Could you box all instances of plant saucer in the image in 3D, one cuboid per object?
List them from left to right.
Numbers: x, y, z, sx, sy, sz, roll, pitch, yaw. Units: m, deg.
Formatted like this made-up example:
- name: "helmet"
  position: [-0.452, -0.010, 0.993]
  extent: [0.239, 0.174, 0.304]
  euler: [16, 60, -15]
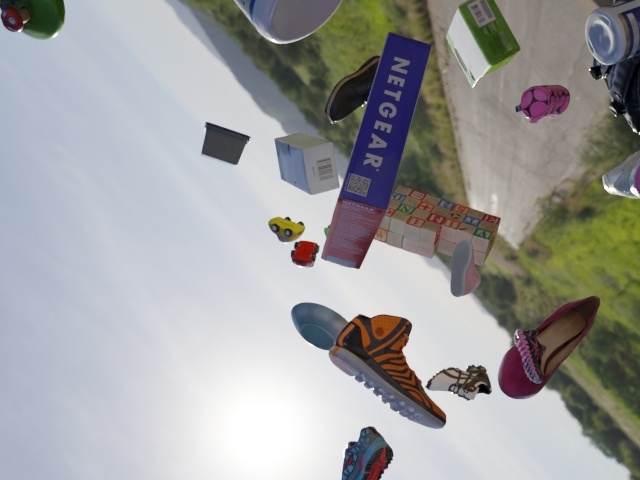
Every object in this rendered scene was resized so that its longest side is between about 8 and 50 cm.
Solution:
- name: "plant saucer"
  position: [0.000, 0.242, 1.790]
  extent: [0.195, 0.195, 0.037]
  euler: [44, -129, -14]

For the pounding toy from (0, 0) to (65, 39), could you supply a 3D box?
- name: "pounding toy"
  position: [-0.637, -0.519, 1.392]
  extent: [0.183, 0.236, 0.110]
  euler: [21, -139, 22]

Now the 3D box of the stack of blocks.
- name: "stack of blocks"
  position: [0.309, -0.033, 1.804]
  extent: [0.297, 0.087, 0.171]
  euler: [19, -142, 19]

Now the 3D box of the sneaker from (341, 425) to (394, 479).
- name: "sneaker"
  position: [0.114, 0.621, 1.880]
  extent: [0.104, 0.261, 0.125]
  euler: [9, -148, -32]

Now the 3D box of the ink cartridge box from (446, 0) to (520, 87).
- name: "ink cartridge box"
  position: [0.457, -0.569, 1.943]
  extent: [0.188, 0.097, 0.255]
  euler: [62, -179, 2]

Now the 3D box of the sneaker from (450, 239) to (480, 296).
- name: "sneaker"
  position: [0.343, 0.065, 1.583]
  extent: [0.070, 0.134, 0.051]
  euler: [1, -172, -42]

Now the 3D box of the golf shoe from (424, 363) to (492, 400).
- name: "golf shoe"
  position: [0.397, 0.409, 1.912]
  extent: [0.093, 0.198, 0.077]
  euler: [-113, 23, -43]

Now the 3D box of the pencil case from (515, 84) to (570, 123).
- name: "pencil case"
  position: [0.620, -0.379, 1.865]
  extent: [0.209, 0.095, 0.098]
  euler: [-19, -75, -50]

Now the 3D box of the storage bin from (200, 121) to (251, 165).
- name: "storage bin"
  position: [-0.277, -0.268, 1.919]
  extent: [0.135, 0.091, 0.098]
  euler: [19, 176, -13]

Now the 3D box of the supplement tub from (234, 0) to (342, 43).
- name: "supplement tub"
  position: [-0.116, -0.617, 1.457]
  extent: [0.324, 0.235, 0.235]
  euler: [53, -171, 17]

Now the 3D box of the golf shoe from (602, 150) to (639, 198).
- name: "golf shoe"
  position: [0.709, -0.167, 1.375]
  extent: [0.140, 0.306, 0.115]
  euler: [-1, 109, 68]

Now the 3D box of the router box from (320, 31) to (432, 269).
- name: "router box"
  position: [0.097, -0.152, 1.240]
  extent: [0.082, 0.335, 0.301]
  euler: [17, 158, 1]

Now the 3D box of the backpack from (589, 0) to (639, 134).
- name: "backpack"
  position: [0.704, -0.439, 1.340]
  extent: [0.355, 0.274, 0.290]
  euler: [64, -167, -54]

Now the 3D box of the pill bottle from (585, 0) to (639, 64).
- name: "pill bottle"
  position: [0.532, -0.356, 1.100]
  extent: [0.094, 0.170, 0.094]
  euler: [160, 90, -84]

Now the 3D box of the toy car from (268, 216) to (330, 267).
- name: "toy car"
  position: [0.000, 0.000, 1.725]
  extent: [0.239, 0.225, 0.053]
  euler: [-128, 36, -54]

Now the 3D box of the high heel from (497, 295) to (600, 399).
- name: "high heel"
  position: [0.582, 0.259, 1.719]
  extent: [0.127, 0.181, 0.377]
  euler: [41, -137, 16]

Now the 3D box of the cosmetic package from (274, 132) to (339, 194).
- name: "cosmetic package"
  position: [-0.038, -0.193, 1.672]
  extent: [0.231, 0.086, 0.117]
  euler: [-150, 47, -64]

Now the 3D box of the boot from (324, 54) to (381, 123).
- name: "boot"
  position: [0.113, -0.329, 1.505]
  extent: [0.137, 0.198, 0.077]
  euler: [34, 171, 46]

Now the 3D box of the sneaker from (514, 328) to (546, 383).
- name: "sneaker"
  position: [0.447, 0.237, 1.404]
  extent: [0.047, 0.057, 0.119]
  euler: [98, 164, -60]

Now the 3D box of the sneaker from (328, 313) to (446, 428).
- name: "sneaker"
  position: [0.189, 0.284, 1.556]
  extent: [0.321, 0.180, 0.124]
  euler: [39, 157, -7]
